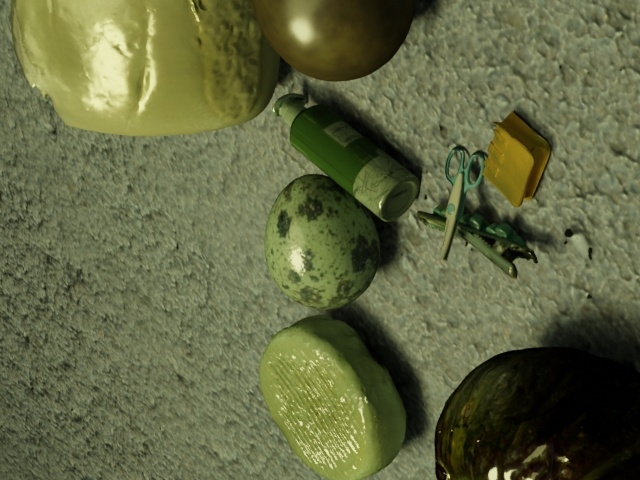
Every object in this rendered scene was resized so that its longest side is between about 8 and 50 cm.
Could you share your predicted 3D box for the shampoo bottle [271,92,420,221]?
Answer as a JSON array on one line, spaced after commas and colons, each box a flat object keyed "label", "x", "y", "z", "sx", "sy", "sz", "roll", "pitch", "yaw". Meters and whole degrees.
[{"label": "shampoo bottle", "x": 0.022, "y": -0.101, "z": 1.736, "sx": 0.204, "sy": 0.065, "sz": 0.065, "roll": 40, "pitch": 144, "yaw": 31}]

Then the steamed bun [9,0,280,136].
[{"label": "steamed bun", "x": -0.201, "y": -0.247, "z": 1.763, "sx": 0.273, "sy": 0.272, "sz": 0.290, "roll": 25, "pitch": 138, "yaw": 46}]

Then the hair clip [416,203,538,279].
[{"label": "hair clip", "x": 0.165, "y": -0.003, "z": 1.613, "sx": 0.173, "sy": 0.049, "sz": 0.049, "roll": 30, "pitch": 138, "yaw": 50}]

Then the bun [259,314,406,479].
[{"label": "bun", "x": 0.025, "y": 0.196, "z": 1.931, "sx": 0.221, "sy": 0.108, "sz": 0.221, "roll": 27, "pitch": 127, "yaw": 41}]

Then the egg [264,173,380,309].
[{"label": "egg", "x": 0.000, "y": 0.000, "z": 1.776, "sx": 0.132, "sy": 0.132, "sz": 0.172, "roll": 31, "pitch": 145, "yaw": 43}]

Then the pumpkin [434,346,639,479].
[{"label": "pumpkin", "x": 0.250, "y": 0.255, "z": 1.537, "sx": 0.320, "sy": 0.192, "sz": 0.320, "roll": 34, "pitch": 139, "yaw": 37}]

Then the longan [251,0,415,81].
[{"label": "longan", "x": 0.005, "y": -0.250, "z": 1.544, "sx": 0.204, "sy": 0.159, "sz": 0.184, "roll": 46, "pitch": 155, "yaw": 38}]

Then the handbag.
[{"label": "handbag", "x": 0.189, "y": -0.078, "z": 1.528, "sx": 0.061, "sy": 0.027, "sz": 0.083, "roll": 46, "pitch": 148, "yaw": 25}]

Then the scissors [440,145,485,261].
[{"label": "scissors", "x": 0.139, "y": -0.036, "z": 1.602, "sx": 0.058, "sy": 0.014, "sz": 0.119, "roll": 21, "pitch": 100, "yaw": 49}]
